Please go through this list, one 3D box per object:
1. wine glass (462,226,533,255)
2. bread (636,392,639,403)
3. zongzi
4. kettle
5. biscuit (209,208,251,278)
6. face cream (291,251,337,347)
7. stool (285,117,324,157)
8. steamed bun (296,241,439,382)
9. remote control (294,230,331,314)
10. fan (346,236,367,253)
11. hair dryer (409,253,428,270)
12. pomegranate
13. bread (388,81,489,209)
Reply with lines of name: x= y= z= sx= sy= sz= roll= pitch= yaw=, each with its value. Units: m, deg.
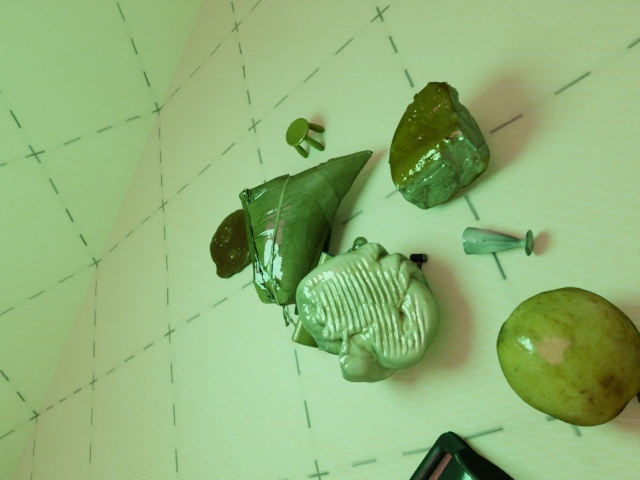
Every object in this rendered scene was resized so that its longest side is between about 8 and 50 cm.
wine glass: x=0.441 y=0.001 z=1.087 sx=0.155 sy=0.073 sz=0.074 roll=0 pitch=76 yaw=39
bread: x=0.648 y=0.295 z=0.809 sx=0.113 sy=0.060 sz=0.082 roll=32 pitch=96 yaw=45
zongzi: x=-0.009 y=-0.005 z=1.348 sx=0.466 sy=0.218 sz=0.501 roll=-20 pitch=68 yaw=22
kettle: x=0.295 y=0.624 z=0.948 sx=0.203 sy=0.262 sz=0.308 roll=29 pitch=92 yaw=8
biscuit: x=-0.349 y=0.009 z=1.786 sx=0.273 sy=0.049 sz=0.257 roll=-42 pitch=55 yaw=25
face cream: x=0.013 y=0.185 z=1.342 sx=0.067 sy=0.139 sz=0.285 roll=19 pitch=90 yaw=53
stool: x=-0.055 y=-0.382 z=1.624 sx=0.135 sy=0.110 sz=0.134 roll=43 pitch=106 yaw=40
steamed bun: x=0.134 y=0.201 z=1.174 sx=0.352 sy=0.247 sz=0.339 roll=-28 pitch=67 yaw=3
remote control: x=-0.021 y=0.068 z=1.484 sx=0.107 sy=0.044 sz=0.378 roll=-1 pitch=75 yaw=36
fan: x=0.138 y=0.098 z=1.358 sx=0.153 sy=0.008 sz=0.227 roll=-53 pitch=48 yaw=14
hair dryer: x=0.277 y=0.078 z=1.236 sx=0.047 sy=0.026 sz=0.083 roll=-3 pitch=81 yaw=43
pomegranate: x=0.486 y=0.219 z=0.857 sx=0.260 sy=0.260 sz=0.261 roll=-15 pitch=66 yaw=37
bread: x=0.305 y=-0.245 z=1.185 sx=0.279 sy=0.224 sz=0.250 roll=-39 pitch=47 yaw=39
